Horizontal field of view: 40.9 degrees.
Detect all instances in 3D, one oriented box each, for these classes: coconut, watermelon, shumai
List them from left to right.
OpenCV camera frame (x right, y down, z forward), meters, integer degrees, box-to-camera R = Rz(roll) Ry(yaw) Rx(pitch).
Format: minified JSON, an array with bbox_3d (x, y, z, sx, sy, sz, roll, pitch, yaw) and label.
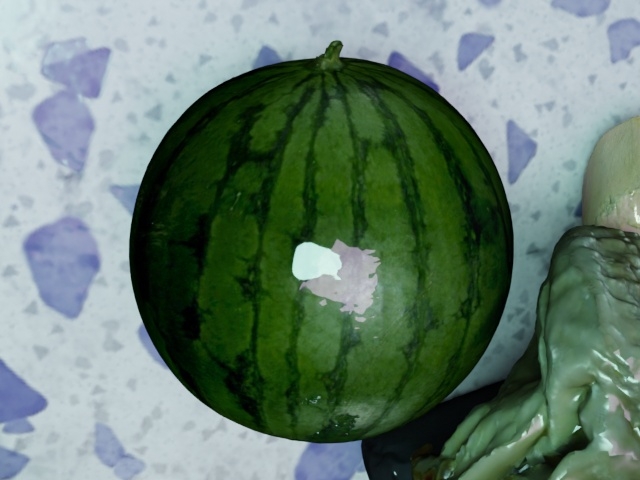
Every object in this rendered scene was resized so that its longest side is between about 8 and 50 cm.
[{"bbox_3d":[0.000,0.005,0.543,0.242,0.242,0.242,-4,108,-13],"label":"watermelon"},{"bbox_3d":[0.193,0.133,0.554,0.260,0.225,0.222,20,125,-22],"label":"shumai"},{"bbox_3d":[0.273,-0.026,0.658,0.147,0.153,0.147,10,129,12],"label":"coconut"}]

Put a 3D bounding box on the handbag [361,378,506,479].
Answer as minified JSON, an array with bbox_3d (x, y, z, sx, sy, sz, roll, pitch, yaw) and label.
[{"bbox_3d":[0.207,0.242,0.704,0.301,0.178,0.275,-19,95,-9],"label":"handbag"}]
